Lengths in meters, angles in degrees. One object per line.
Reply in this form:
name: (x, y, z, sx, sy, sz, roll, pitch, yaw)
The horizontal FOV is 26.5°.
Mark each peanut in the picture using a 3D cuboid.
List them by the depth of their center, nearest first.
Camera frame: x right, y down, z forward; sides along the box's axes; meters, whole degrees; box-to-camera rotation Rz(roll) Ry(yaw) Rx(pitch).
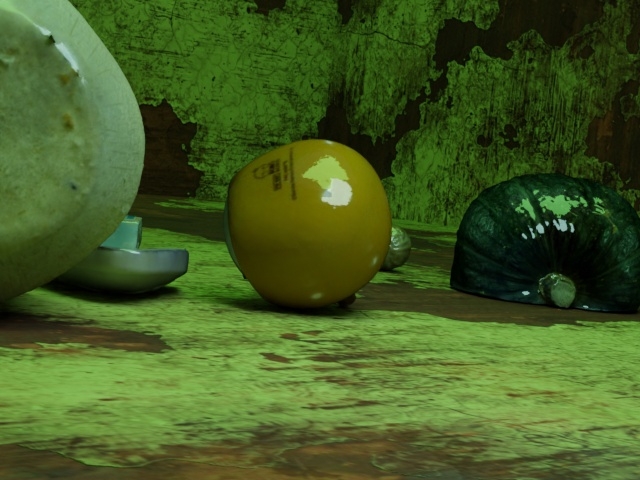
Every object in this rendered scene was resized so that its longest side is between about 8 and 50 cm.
peanut: (0.091, 0.008, 2.342, 0.089, 0.089, 0.193, 5, 0, -19)

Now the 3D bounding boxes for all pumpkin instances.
pumpkin: (0.355, -0.004, 2.080, 0.293, 0.197, 0.263, 4, 6, -4)

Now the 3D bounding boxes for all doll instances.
doll: (0.000, 0.000, 1.618, 0.213, 0.213, 0.236, 9, -34, 40)

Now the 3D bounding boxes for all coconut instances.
coconut: (-0.355, -0.104, 1.319, 0.346, 0.346, 0.360, 5, 4, -18)

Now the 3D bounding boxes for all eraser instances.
eraser: (-0.239, 0.030, 1.553, 0.204, 0.059, 0.243, 6, 0, -15)

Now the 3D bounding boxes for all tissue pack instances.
tissue pack: (-0.320, -0.011, 2.065, 0.094, 0.059, 0.074, 6, 6, -3)

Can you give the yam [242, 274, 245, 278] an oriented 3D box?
yam: (-0.061, 0.054, 1.850, 0.107, 0.014, 0.014, 8, 4, 27)
